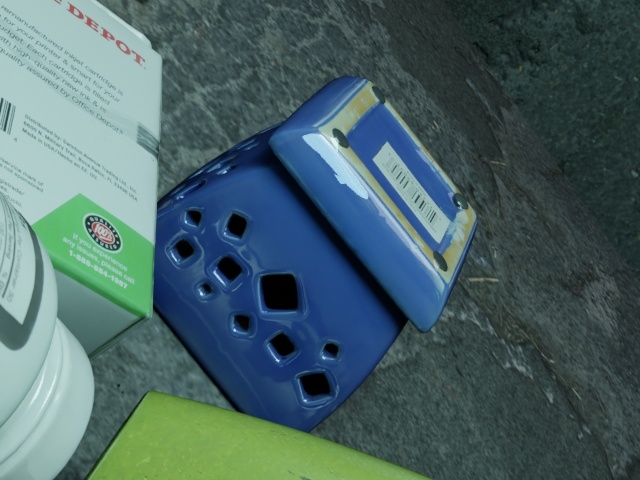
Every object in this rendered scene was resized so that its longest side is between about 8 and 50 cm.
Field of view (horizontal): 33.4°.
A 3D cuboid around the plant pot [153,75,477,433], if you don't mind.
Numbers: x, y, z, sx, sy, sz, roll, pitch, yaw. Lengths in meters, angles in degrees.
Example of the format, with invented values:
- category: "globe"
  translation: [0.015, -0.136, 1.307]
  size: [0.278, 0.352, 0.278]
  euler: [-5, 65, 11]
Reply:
- category: "plant pot"
  translation: [0.000, 0.000, 0.950]
  size: [0.236, 0.212, 0.236]
  euler: [51, 26, -6]

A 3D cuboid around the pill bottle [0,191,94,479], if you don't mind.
- category: "pill bottle"
  translation: [-0.237, 0.014, 0.504]
  size: [0.318, 0.176, 0.176]
  euler: [62, 13, -49]

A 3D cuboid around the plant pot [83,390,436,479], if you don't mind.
- category: "plant pot"
  translation: [-0.021, 0.226, 0.641]
  size: [0.293, 0.275, 0.275]
  euler: [36, 29, -3]

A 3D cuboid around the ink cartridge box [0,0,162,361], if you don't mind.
- category: "ink cartridge box"
  translation: [-0.228, -0.072, 0.757]
  size: [0.211, 0.121, 0.289]
  euler: [36, 32, -33]
